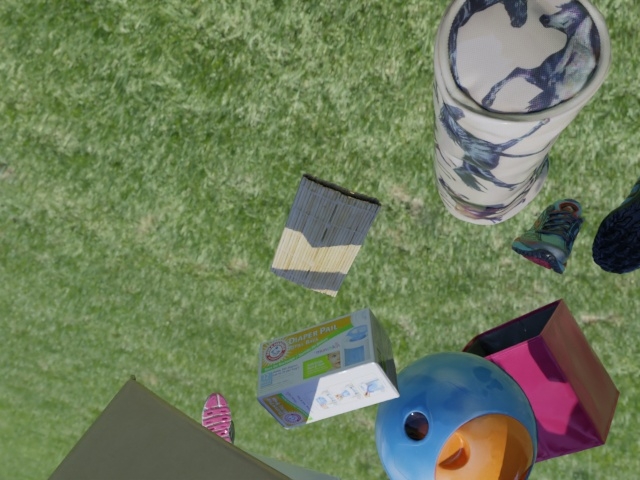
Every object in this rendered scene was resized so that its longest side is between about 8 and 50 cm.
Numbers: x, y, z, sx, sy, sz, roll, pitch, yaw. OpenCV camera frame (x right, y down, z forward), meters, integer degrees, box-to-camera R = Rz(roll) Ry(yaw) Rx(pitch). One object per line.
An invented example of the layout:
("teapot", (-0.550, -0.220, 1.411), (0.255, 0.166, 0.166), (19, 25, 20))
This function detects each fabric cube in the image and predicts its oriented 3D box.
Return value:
("fabric cube", (0.486, 0.327, 1.472), (0.259, 0.254, 0.258), (-32, 87, 33))

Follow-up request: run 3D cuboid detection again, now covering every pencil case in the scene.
("pencil case", (0.219, -0.148, 0.767), (0.160, 0.183, 0.410), (30, 175, 15))

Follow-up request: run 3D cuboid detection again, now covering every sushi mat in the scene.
("sushi mat", (0.000, 0.000, 1.243), (0.151, 0.019, 0.316), (21, 141, -2))

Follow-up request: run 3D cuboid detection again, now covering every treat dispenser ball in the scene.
("treat dispenser ball", (0.242, 0.345, 1.162), (0.288, 0.288, 0.288), (11, 149, 7))

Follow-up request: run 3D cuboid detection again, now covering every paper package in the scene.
("paper package", (-0.233, 0.412, 0.876), (0.309, 0.325, 0.168), (27, 147, 15))

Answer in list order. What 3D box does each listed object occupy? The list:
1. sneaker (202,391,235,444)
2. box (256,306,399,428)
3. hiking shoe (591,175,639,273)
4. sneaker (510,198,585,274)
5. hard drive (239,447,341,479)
("sneaker", (-0.221, 0.399, 1.396), (0.063, 0.075, 0.170), (-10, 108, -8))
("box", (0.009, 0.207, 1.033), (0.203, 0.114, 0.103), (-21, 129, 16))
("hiking shoe", (0.609, -0.066, 1.161), (0.113, 0.132, 0.304), (39, 128, 24))
("sneaker", (0.436, -0.024, 1.210), (0.104, 0.262, 0.125), (27, 110, 14))
("hard drive", (-0.137, 0.475, 1.124), (0.307, 0.203, 0.040), (8, 145, 22))
